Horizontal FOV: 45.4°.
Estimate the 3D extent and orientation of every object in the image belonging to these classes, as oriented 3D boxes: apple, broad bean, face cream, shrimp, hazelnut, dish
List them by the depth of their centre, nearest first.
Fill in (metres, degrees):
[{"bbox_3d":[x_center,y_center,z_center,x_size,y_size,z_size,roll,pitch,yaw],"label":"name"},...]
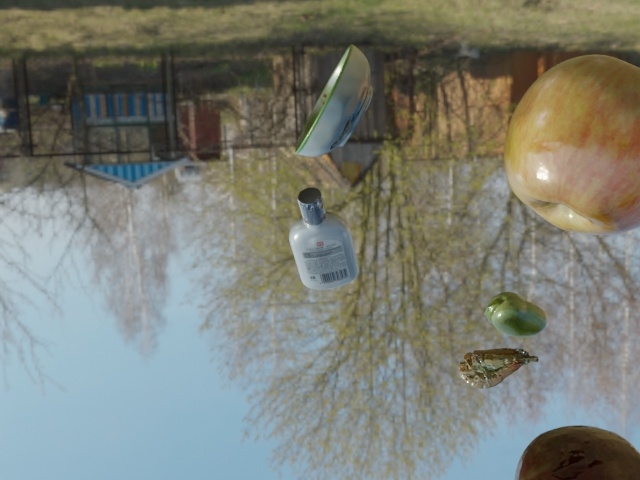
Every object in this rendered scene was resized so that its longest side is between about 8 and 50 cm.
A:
[{"bbox_3d":[0.579,-0.194,1.608,0.392,0.346,0.391,30,180,0],"label":"apple"},{"bbox_3d":[0.000,0.000,1.738,0.144,0.291,0.071,-13,-133,4],"label":"face cream"},{"bbox_3d":[0.413,0.289,1.780,0.184,0.091,0.043,-18,168,12],"label":"shrimp"},{"bbox_3d":[0.512,0.202,2.017,0.124,0.174,0.082,-35,-149,34],"label":"broad bean"},{"bbox_3d":[0.059,-0.351,2.047,0.124,0.324,0.324,27,-177,-8],"label":"dish"},{"bbox_3d":[0.727,0.703,2.080,0.421,0.420,0.352,-5,149,-25],"label":"hazelnut"}]
